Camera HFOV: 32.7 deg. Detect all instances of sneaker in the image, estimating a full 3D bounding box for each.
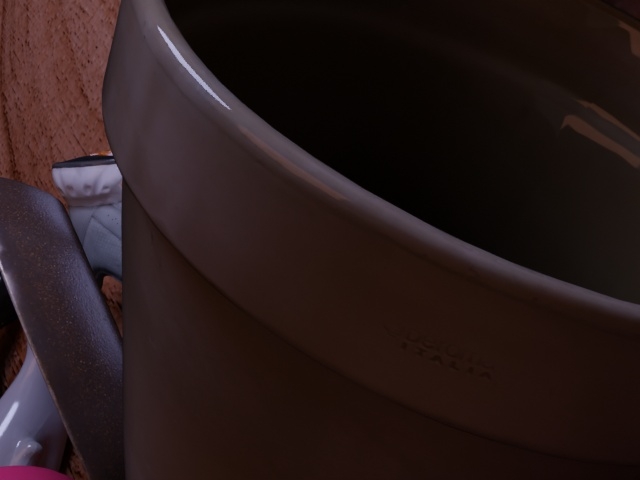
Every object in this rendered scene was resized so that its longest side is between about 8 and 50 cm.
[{"bbox_3d":[-0.078,-0.005,0.779,0.262,0.099,0.121,4,107,39],"label":"sneaker"}]

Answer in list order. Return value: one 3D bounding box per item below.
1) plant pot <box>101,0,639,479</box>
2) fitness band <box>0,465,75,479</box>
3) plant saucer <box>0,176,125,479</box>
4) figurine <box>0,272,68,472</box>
[{"bbox_3d":[0.036,0.040,0.508,0.323,0.323,0.280,53,132,41],"label":"plant pot"},{"bbox_3d":[-0.256,0.288,0.768,0.054,0.209,0.291,39,106,46],"label":"fitness band"},{"bbox_3d":[-0.143,0.093,0.712,0.050,0.311,0.311,-23,50,-11],"label":"plant saucer"},{"bbox_3d":[-0.273,0.112,0.937,0.215,0.092,0.209,12,83,46],"label":"figurine"}]
